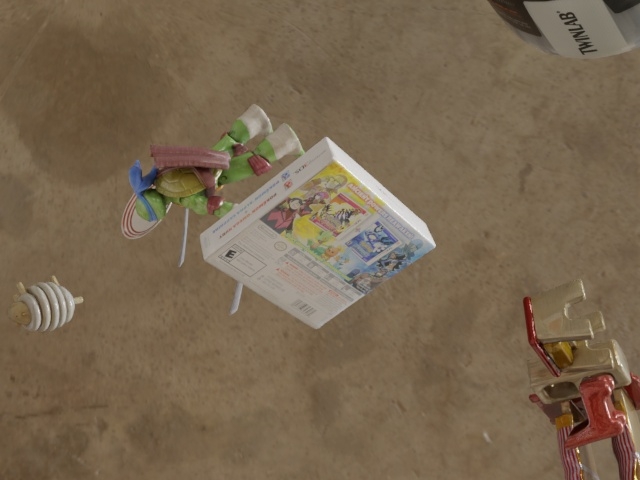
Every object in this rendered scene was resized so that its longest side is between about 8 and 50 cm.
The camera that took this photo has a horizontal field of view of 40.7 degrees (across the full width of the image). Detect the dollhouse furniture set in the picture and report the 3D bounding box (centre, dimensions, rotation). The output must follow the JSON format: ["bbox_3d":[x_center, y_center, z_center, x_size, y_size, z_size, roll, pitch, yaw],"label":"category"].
[{"bbox_3d":[0.328,0.239,1.096,0.152,0.201,0.374,-19,140,24],"label":"dollhouse furniture set"}]

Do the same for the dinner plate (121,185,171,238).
[{"bbox_3d":[-0.314,-0.062,1.590,0.141,0.141,0.017,-47,129,4],"label":"dinner plate"}]

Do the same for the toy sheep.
[{"bbox_3d":[-0.454,0.107,1.427,0.132,0.091,0.091,-16,114,-40],"label":"toy sheep"}]

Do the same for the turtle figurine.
[{"bbox_3d":[-0.153,-0.073,1.394,0.266,0.198,0.275,-40,103,-14],"label":"turtle figurine"}]

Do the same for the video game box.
[{"bbox_3d":[0.000,0.000,0.975,0.187,0.048,0.205,-34,135,20],"label":"video game box"}]

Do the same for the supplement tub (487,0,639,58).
[{"bbox_3d":[0.158,-0.290,0.604,0.207,0.207,0.338,-54,142,7],"label":"supplement tub"}]
